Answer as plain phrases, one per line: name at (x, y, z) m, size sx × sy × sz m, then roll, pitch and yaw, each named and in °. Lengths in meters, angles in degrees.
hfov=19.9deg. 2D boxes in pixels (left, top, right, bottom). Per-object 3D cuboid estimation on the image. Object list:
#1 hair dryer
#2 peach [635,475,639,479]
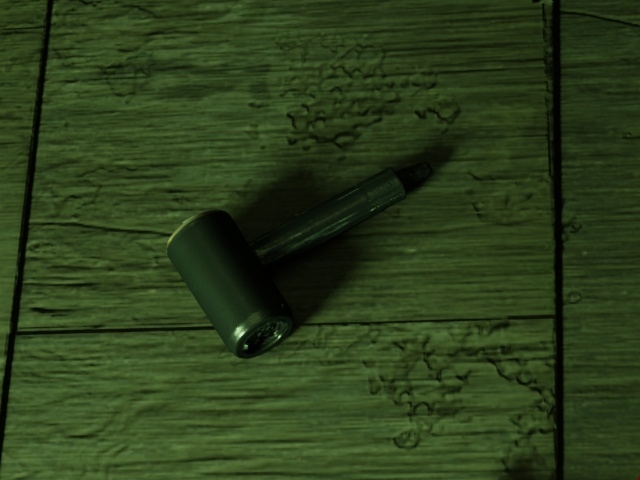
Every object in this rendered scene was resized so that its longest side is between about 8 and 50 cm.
hair dryer at (0.000, 0.000, 1.654) m, size 0.255 × 0.070 × 0.128 m, roll -27°, pitch 63°, yaw -10°
peach at (0.313, 0.255, 1.405) m, size 0.190 × 0.192 × 0.190 m, roll -7°, pitch 62°, yaw 14°
